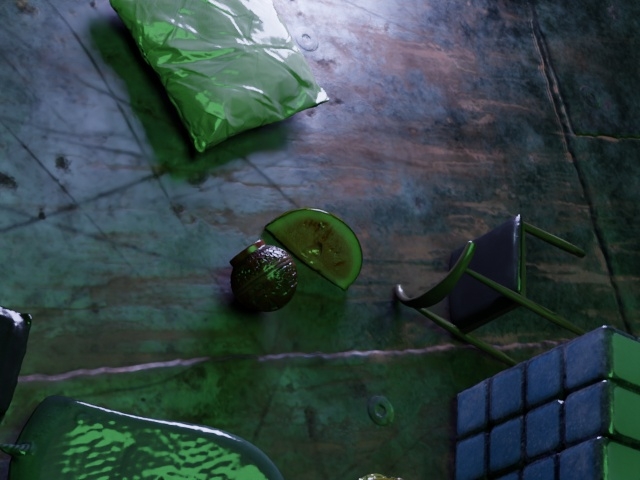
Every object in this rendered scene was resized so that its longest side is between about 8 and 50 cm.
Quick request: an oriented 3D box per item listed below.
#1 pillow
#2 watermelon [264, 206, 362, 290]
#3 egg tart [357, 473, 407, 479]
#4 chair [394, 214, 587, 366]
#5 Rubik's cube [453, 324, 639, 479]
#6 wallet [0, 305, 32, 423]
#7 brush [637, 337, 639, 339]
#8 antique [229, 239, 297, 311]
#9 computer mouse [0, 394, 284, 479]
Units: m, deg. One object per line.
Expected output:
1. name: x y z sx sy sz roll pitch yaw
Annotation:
1. pillow: -0.148 -0.294 1.914 0.274 0.076 0.281 -26 82 -38
2. watermelon: 0.003 -0.008 1.896 0.163 0.087 0.069 39 14 -15
3. egg tart: 0.105 0.377 1.746 0.129 0.049 0.129 21 40 -19
4. chair: 0.267 0.063 1.951 0.272 0.188 0.166 23 55 -28
5. Rubik's cube: 0.419 0.366 1.792 0.344 0.344 0.337 21 55 -24
6. wallet: -0.484 0.184 1.457 0.247 0.041 0.323 24 52 -24
7. brush: 0.538 0.278 2.135 0.062 0.027 0.266 33 48 -18
8. antique: -0.080 0.054 1.766 0.104 0.104 0.104 16 59 -28
9. computer mouse: -0.219 0.313 1.524 0.371 0.122 0.188 20 54 -17
